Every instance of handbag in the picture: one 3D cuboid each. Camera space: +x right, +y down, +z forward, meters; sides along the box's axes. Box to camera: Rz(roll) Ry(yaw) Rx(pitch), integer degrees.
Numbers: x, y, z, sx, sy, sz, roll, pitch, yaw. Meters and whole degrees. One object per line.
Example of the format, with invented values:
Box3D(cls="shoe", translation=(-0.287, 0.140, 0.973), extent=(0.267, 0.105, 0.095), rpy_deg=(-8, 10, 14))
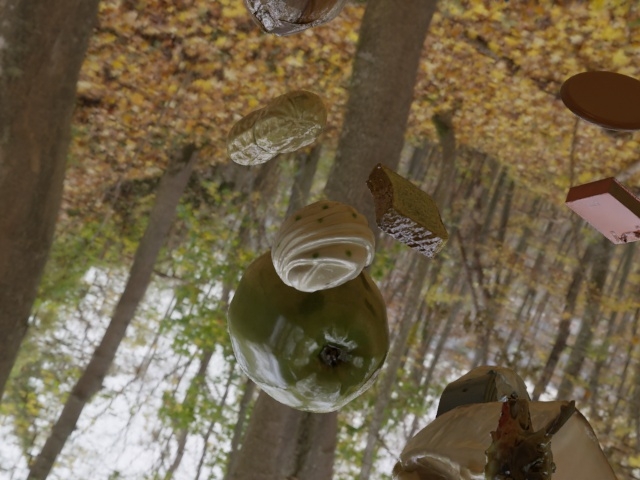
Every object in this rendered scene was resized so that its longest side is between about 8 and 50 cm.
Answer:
Box3D(cls="handbag", translation=(0.672, -0.064, 1.700), extent=(0.190, 0.063, 0.127), rpy_deg=(33, 157, -21))

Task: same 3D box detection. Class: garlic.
Box3D(cls="garlic", translation=(-0.065, -0.457, 1.300), extent=(0.207, 0.207, 0.257), rpy_deg=(23, -151, 4))

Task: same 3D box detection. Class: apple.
Box3D(cls="apple", translation=(-0.018, 0.179, 1.566), extent=(0.357, 0.357, 0.357), rpy_deg=(24, 178, 1))

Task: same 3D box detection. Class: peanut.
Box3D(cls="peanut", translation=(-0.097, -0.215, 1.494), extent=(0.274, 0.125, 0.111), rpy_deg=(-19, 116, 49))

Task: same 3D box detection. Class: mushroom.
Box3D(cls="mushroom", translation=(0.322, 0.453, 1.312), extent=(0.314, 0.224, 0.397), rpy_deg=(55, 149, -10))

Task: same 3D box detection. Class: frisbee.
Box3D(cls="frisbee", translation=(0.703, -0.340, 1.787), extent=(0.250, 0.251, 0.021), rpy_deg=(23, 137, 18))

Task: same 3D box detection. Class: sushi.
Box3D(cls="sushi", translation=(0.248, 0.306, 0.929), extent=(0.097, 0.226, 0.103), rpy_deg=(21, 151, -36))

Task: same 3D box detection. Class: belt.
Box3D(cls="belt", translation=(0.412, 0.507, 1.792), extent=(0.173, 0.437, 0.300), rpy_deg=(-26, 124, 29))

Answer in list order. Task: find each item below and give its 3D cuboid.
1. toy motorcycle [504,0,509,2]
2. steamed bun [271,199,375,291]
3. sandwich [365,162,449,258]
Box3D(cls="toy motorcycle", translation=(0.445, -0.614, 1.506), extent=(0.212, 0.125, 0.358), rpy_deg=(-11, 160, -4))
Box3D(cls="steamed bun", translation=(0.000, 0.000, 1.271), extent=(0.182, 0.183, 0.106), rpy_deg=(22, 145, 41))
Box3D(cls="sandwich", translation=(0.196, -0.067, 1.697), extent=(0.186, 0.065, 0.215), rpy_deg=(30, -154, -19))
